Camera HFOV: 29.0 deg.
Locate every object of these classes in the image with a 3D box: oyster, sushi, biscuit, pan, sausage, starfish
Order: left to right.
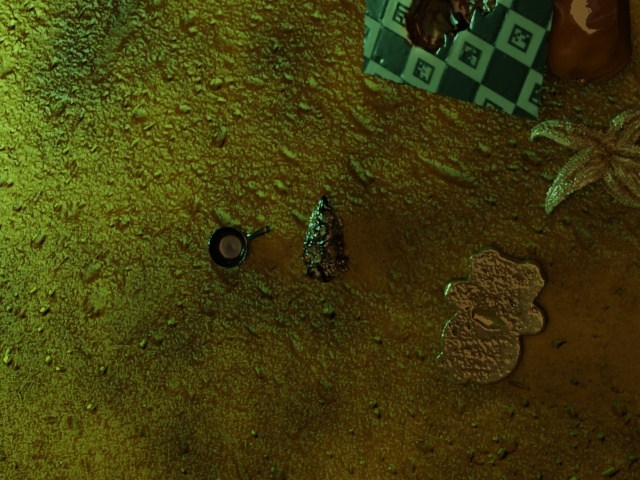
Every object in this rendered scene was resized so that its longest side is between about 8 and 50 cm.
[{"bbox_3d":[-0.128,0.001,2.002,0.115,0.023,0.068,-23,87,19],"label":"pan"},{"bbox_3d":[0.000,0.000,1.963,0.086,0.029,0.132,-21,91,17],"label":"oyster"},{"bbox_3d":[0.216,-0.377,1.803,0.320,0.069,0.339,20,122,32],"label":"sushi"},{"bbox_3d":[0.262,0.123,1.896,0.166,0.036,0.225,18,102,15],"label":"biscuit"},{"bbox_3d":[0.379,-0.343,1.779,0.136,0.120,0.241,-7,93,24],"label":"sausage"},{"bbox_3d":[0.418,-0.116,1.819,0.238,0.071,0.216,32,97,18],"label":"starfish"}]
